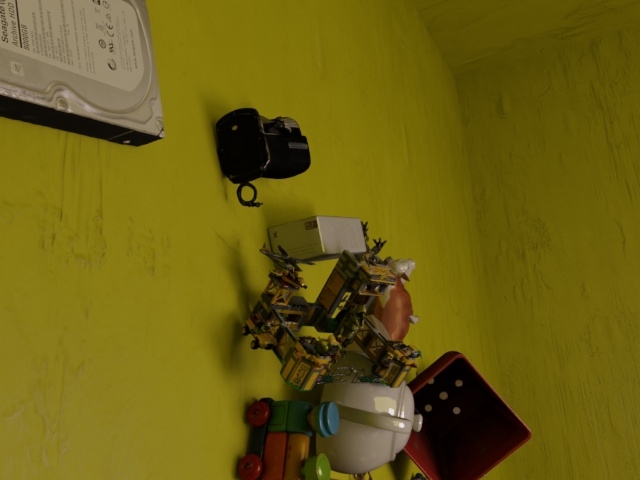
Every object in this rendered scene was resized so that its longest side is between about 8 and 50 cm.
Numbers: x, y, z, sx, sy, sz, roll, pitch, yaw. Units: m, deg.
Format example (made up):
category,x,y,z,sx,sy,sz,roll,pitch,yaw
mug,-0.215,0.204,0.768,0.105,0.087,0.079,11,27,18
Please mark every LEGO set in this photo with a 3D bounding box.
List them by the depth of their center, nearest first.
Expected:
category,x,y,z,sx,sy,sz,roll,pitch,yaw
LEGO set,0.046,0.119,1.042,0.331,0.192,0.255,15,23,-34

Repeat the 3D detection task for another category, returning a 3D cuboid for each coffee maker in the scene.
category,x,y,z,sx,sy,sz,roll,pitch,yaw
coffee maker,-0.106,-0.156,1.120,0.178,0.120,0.171,-10,111,-64

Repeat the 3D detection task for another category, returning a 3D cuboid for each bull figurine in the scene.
category,x,y,z,sx,sy,sz,roll,pitch,yaw
bull figurine,0.196,0.202,1.561,0.188,0.101,0.311,50,51,-47

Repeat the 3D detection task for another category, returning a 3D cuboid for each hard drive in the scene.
category,x,y,z,sx,sy,sz,roll,pitch,yaw
hard drive,-0.334,-0.258,0.720,0.339,0.064,0.237,4,76,-63

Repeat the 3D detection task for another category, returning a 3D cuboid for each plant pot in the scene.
category,x,y,z,sx,sy,sz,roll,pitch,yaw
plant pot,0.112,0.240,1.400,0.109,0.109,0.096,43,29,-51
plant pot,0.335,0.444,1.539,0.267,0.267,0.236,49,7,0

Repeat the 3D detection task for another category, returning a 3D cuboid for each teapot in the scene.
category,x,y,z,sx,sy,sz,roll,pitch,yaw
teapot,0.104,0.340,1.153,0.256,0.186,0.253,-62,155,-56

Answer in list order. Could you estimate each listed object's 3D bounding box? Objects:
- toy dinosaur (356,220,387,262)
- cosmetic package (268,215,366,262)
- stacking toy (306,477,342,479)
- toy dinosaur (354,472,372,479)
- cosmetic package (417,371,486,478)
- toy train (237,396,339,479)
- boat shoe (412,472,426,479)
category,x,y,z,sx,sy,sz,roll,pitch,yaw
toy dinosaur,0.126,0.023,1.575,0.268,0.064,0.118,59,38,-43
cosmetic package,0.000,0.000,1.245,0.231,0.117,0.086,-5,82,-64
stacking toy,0.005,0.584,0.989,0.141,0.141,0.331,51,40,-44
toy dinosaur,0.088,0.463,1.311,0.112,0.064,0.212,62,30,-74
cosmetic package,0.392,0.550,1.778,0.113,0.160,0.310,31,51,-57
toy train,-0.048,0.375,0.941,0.105,0.143,0.248,49,37,-45
boat shoe,0.291,0.702,1.626,0.142,0.049,0.040,67,27,-18
